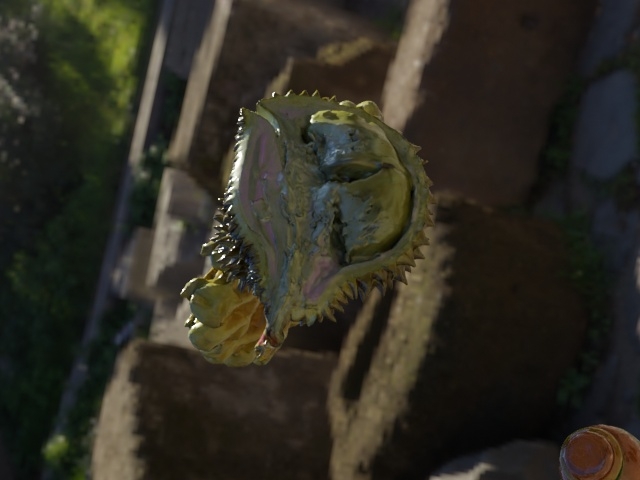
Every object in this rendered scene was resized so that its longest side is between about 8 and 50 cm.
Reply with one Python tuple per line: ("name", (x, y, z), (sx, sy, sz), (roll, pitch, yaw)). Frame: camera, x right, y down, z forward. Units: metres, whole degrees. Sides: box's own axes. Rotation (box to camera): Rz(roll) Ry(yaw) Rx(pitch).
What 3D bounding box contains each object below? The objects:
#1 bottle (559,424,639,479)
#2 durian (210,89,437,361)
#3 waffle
("bottle", (0.217, 0.175, 1.128), (0.187, 0.069, 0.069), (37, -120, -68))
("durian", (0.000, 0.000, 0.978), (0.102, 0.146, 0.208), (88, -164, -52))
("waffle", (-0.020, -0.003, 1.274), (0.261, 0.056, 0.250), (-60, -18, -1))
